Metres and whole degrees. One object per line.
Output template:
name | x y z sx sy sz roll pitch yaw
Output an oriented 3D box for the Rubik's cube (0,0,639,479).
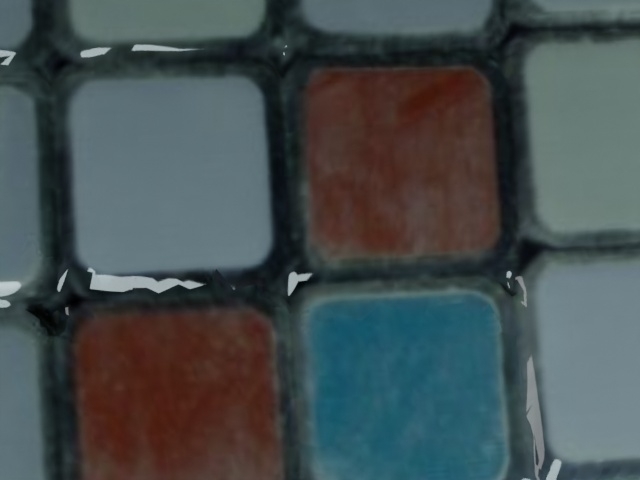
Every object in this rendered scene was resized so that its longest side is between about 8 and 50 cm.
Rubik's cube | -0.026 -0.033 0.534 0.256 0.253 0.259 137 129 -80
